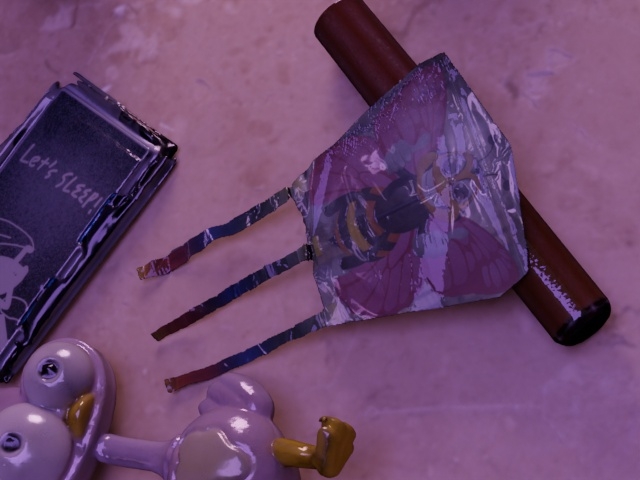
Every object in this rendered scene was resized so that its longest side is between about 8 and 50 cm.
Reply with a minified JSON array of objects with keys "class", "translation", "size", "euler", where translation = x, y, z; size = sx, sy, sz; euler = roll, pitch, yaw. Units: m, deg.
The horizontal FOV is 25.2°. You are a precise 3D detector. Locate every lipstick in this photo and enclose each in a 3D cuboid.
[{"class":"lipstick","translation":[0.111,-0.063,1.167],"size":[0.057,0.057,0.356],"euler":[-38,65,7]}]

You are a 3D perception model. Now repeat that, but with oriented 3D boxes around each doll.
[{"class":"doll","translation":[-0.149,0.172,1.177],"size":[0.365,0.094,0.160],"euler":[11,76,23]}]

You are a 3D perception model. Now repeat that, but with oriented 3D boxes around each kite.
[{"class":"kite","translation":[0.002,0.000,1.183],"size":[0.360,0.022,0.204],"euler":[-24,72,23]}]

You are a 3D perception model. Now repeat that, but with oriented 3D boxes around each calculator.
[{"class":"calculator","translation":[-0.264,-0.015,1.312],"size":[0.166,0.028,0.274],"euler":[36,87,29]}]
